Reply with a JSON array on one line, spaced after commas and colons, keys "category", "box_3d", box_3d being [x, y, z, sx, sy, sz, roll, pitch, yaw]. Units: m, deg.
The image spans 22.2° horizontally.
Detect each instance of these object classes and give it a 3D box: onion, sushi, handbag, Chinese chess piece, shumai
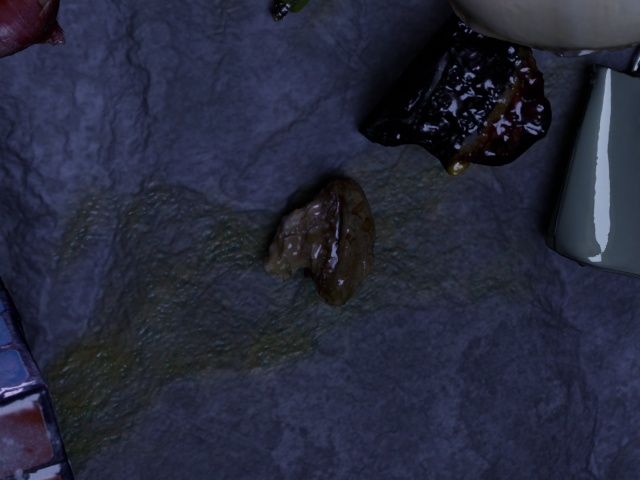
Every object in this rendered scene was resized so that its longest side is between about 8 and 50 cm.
[{"category": "onion", "box_3d": [-0.311, -0.238, 1.561, 0.159, 0.159, 0.195, -45, 142, 0]}, {"category": "sushi", "box_3d": [0.171, -0.153, 1.800, 0.150, 0.153, 0.172, 38, 74, -12]}, {"category": "handbag", "box_3d": [0.404, -0.108, 1.950, 0.241, 0.109, 0.315, 12, 103, -28]}, {"category": "Chinese chess piece", "box_3d": [0.267, -0.338, 1.654, 0.338, 0.338, 0.140, -22, 140, -13]}, {"category": "shumai", "box_3d": [0.009, -0.006, 1.844, 0.123, 0.105, 0.139, -30, 147, -61]}]

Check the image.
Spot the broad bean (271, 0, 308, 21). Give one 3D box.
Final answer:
[{"category": "broad bean", "box_3d": [-0.030, -0.325, 1.698, 0.061, 0.046, 0.195, -16, 119, -19]}]

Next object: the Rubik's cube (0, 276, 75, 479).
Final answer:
[{"category": "Rubik's cube", "box_3d": [-0.428, 0.258, 1.616, 0.344, 0.337, 0.343, -17, 118, -17]}]
